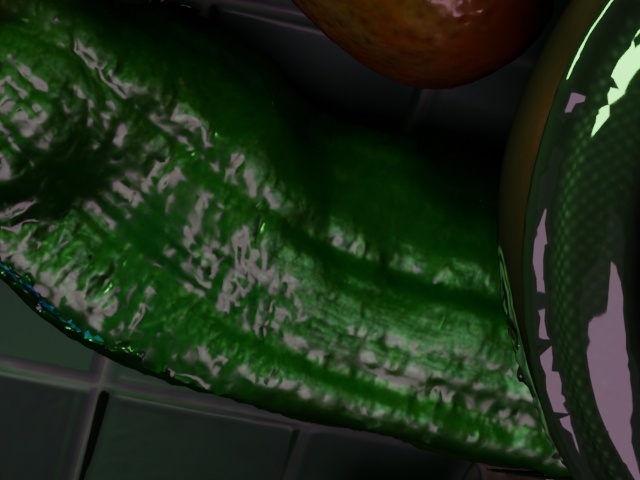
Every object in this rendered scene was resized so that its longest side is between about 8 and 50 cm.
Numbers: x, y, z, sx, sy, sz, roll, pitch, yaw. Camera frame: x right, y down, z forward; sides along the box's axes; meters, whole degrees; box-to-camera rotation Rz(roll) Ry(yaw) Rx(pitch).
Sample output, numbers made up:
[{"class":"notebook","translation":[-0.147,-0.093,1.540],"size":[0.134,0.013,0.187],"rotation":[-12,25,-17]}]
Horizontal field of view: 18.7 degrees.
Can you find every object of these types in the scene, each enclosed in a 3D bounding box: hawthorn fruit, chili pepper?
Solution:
[{"class":"hawthorn fruit","translation":[0.016,-0.082,0.450],"size":[0.093,0.081,0.081],"rotation":[29,115,-3]},{"class":"chili pepper","translation":[-0.001,0.000,0.497],"size":[0.224,0.061,0.098],"rotation":[25,73,-17]}]

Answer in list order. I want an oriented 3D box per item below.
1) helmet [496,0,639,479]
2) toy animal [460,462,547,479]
[{"class":"helmet","translation":[0.143,-0.006,0.423],"size":[0.216,0.193,0.189],"rotation":[-22,105,-3]},{"class":"toy animal","translation":[0.077,0.065,0.545],"size":[0.202,0.070,0.105],"rotation":[-1,101,1]}]
